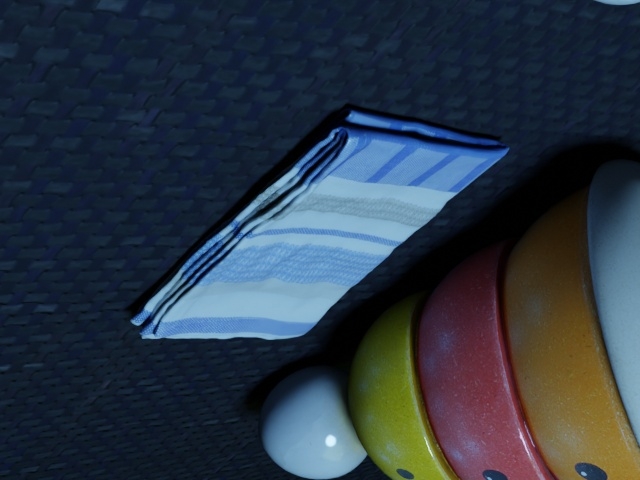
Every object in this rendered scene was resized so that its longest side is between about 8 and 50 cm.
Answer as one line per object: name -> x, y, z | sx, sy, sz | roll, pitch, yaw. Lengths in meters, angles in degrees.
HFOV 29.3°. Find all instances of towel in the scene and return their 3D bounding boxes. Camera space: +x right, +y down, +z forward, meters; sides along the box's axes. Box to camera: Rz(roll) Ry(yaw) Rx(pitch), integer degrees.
towel -> 0.000, 0.000, 1.007 | 0.209, 0.034, 0.285 | 5, 142, -47

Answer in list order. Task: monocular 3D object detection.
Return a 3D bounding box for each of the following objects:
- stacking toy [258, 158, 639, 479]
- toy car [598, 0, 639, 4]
stacking toy -> 0.153, 0.148, 1.198 | 0.480, 0.350, 0.350 | -18, 160, 28
toy car -> 0.211, -0.197, 0.685 | 0.182, 0.159, 0.136 | 12, 107, 2
